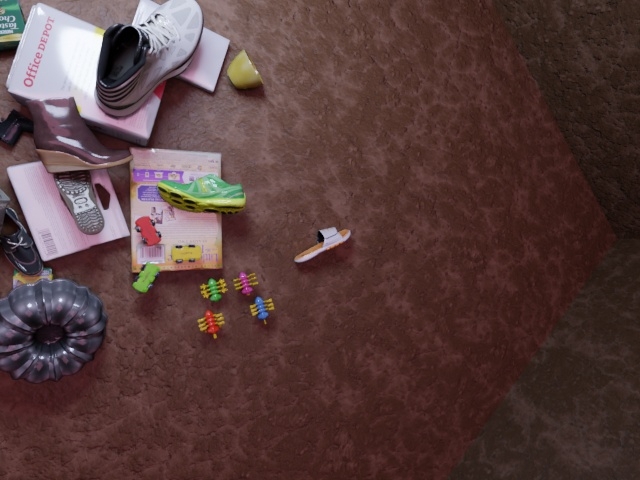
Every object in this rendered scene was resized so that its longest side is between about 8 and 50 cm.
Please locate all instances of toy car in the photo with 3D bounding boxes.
[{"bbox_3d":[-0.547,0.065,1.381,0.239,0.053,0.225,33,79,-21],"label":"toy car"}]

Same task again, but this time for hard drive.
[{"bbox_3d":[-0.496,-0.676,1.449,0.307,0.040,0.203,18,85,-24],"label":"hard drive"}]

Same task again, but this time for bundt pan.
[{"bbox_3d":[-0.820,0.288,1.259,0.330,0.124,0.331,-10,108,-33],"label":"bundt pan"}]

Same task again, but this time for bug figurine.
[{"bbox_3d":[-0.324,0.233,1.548,0.278,0.072,0.217,-12,91,-19],"label":"bug figurine"}]

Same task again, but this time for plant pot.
[{"bbox_3d":[-0.283,-0.610,1.512,0.095,0.134,0.134,-26,104,6],"label":"plant pot"}]

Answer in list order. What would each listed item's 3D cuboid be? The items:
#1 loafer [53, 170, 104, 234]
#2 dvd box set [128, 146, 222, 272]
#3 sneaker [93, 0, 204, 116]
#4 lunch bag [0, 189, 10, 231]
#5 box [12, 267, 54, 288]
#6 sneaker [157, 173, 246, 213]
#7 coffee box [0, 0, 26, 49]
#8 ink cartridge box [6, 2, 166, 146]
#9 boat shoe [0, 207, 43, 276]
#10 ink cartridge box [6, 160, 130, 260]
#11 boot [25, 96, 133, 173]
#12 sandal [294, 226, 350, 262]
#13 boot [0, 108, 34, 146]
[{"bbox_3d":[-0.741,-0.133,1.266,0.101,0.092,0.269,-16,83,-35],"label":"loafer"},{"bbox_3d":[-0.503,-0.104,1.459,0.307,0.062,0.421,-2,93,-24],"label":"dvd box set"},{"bbox_3d":[-0.465,-0.559,1.178,0.169,0.257,0.448,38,74,-21],"label":"sneaker"},{"bbox_3d":[-1.017,-0.051,1.073,0.287,0.169,0.235,-7,131,-58],"label":"lunch bag"},{"bbox_3d":[-0.900,0.173,1.302,0.105,0.043,0.179,2,94,-24],"label":"box"},{"bbox_3d":[-0.405,-0.166,1.427,0.295,0.109,0.124,8,62,-22],"label":"sneaker"},{"bbox_3d":[-0.940,-0.657,1.225,0.113,0.040,0.184,-16,84,-22],"label":"coffee box"},{"bbox_3d":[-0.700,-0.497,1.298,0.384,0.160,0.280,17,84,-24],"label":"ink cartridge box"},{"bbox_3d":[-0.923,0.004,1.252,0.084,0.079,0.233,-28,96,-26],"label":"boat shoe"},{"bbox_3d":[-0.792,-0.115,1.325,0.261,0.066,0.297,-20,100,-26],"label":"ink cartridge box"},{"bbox_3d":[-0.691,-0.310,1.204,0.248,0.090,0.207,-13,110,-27],"label":"boot"},{"bbox_3d":[0.004,0.001,1.670,0.265,0.102,0.076,-28,106,-19],"label":"sandal"},{"bbox_3d":[-0.922,-0.331,1.269,0.121,0.045,0.099,34,76,-14],"label":"boot"}]
